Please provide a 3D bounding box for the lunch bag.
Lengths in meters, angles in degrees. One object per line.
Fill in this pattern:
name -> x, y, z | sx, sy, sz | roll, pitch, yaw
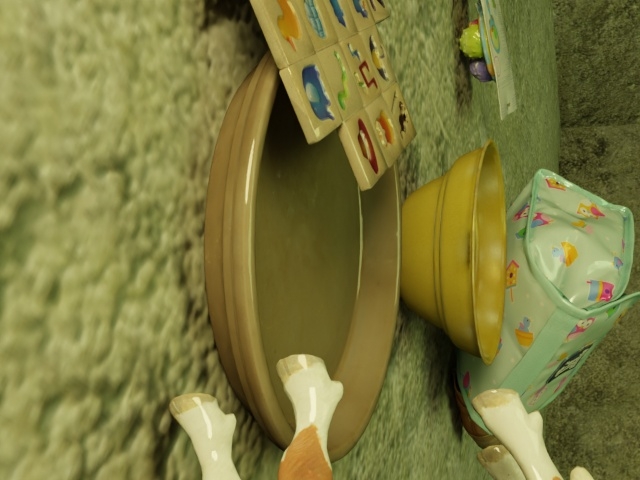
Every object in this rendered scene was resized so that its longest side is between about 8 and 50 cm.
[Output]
lunch bag -> 0.259, 0.078, 0.885 | 0.262, 0.160, 0.223 | -64, 179, -52

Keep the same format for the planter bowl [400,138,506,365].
planter bowl -> 0.125, 0.011, 0.729 | 0.217, 0.090, 0.217 | 0, 90, -69

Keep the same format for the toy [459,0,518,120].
toy -> 0.222, -0.288, 1.025 | 0.137, 0.056, 0.237 | -35, 118, -60

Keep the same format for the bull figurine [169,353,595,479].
bull figurine -> 0.018, 0.149, 0.297 | 0.310, 0.101, 0.188 | 18, 48, -26

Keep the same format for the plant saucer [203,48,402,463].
plant saucer -> 0.000, 0.000, 0.478 | 0.278, 0.041, 0.277 | 1, 90, -69

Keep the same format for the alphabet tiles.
alphabet tiles -> 0.000, -0.154, 0.429 | 0.237, 0.009, 0.198 | 67, 27, -14

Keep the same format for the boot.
boot -> 0.230, 0.175, 1.041 | 0.152, 0.073, 0.197 | 61, 30, -41
